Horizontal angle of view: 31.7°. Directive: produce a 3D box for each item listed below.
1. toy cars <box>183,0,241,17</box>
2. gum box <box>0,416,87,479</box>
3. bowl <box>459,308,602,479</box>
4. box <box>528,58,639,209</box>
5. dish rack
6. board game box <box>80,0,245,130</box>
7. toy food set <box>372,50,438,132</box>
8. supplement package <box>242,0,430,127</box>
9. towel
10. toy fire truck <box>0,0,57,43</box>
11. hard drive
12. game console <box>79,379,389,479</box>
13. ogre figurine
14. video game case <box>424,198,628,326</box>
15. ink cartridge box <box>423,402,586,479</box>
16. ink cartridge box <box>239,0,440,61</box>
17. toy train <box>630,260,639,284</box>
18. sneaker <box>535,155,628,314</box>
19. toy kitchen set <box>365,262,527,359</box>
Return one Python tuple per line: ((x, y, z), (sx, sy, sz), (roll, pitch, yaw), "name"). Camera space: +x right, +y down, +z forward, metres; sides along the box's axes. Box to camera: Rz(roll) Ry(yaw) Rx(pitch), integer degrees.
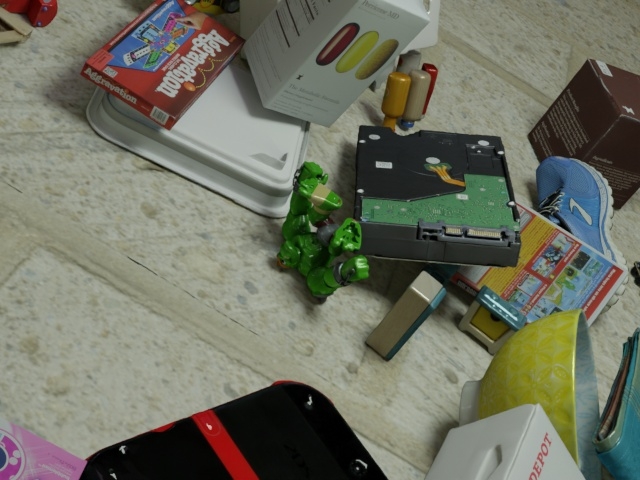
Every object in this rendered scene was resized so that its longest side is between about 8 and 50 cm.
((-0.194, -0.460, 1.939), (0.176, 0.087, 0.394), (34, 33, -9), "toy cars")
((-0.325, 0.229, 1.079), (0.188, 0.062, 0.107), (29, 37, -8), "gum box")
((0.264, 0.234, 1.429), (0.156, 0.289, 0.289), (-5, 32, 19), "bowl")
((0.529, -0.195, 2.101), (0.167, 0.203, 0.168), (13, 42, -27), "box")
((-0.160, -0.195, 1.678), (0.333, 0.072, 0.285), (25, 38, -12), "dish rack")
((-0.220, -0.267, 1.632), (0.145, 0.027, 0.281), (33, 36, -3), "board game box")
((0.138, -0.271, 2.000), (0.111, 0.104, 0.232), (7, 25, -14), "toy food set")
((0.019, -0.306, 1.667), (0.139, 0.244, 0.134), (12, 46, -40), "supplement package")
((0.483, 0.333, 1.503), (0.370, 0.040, 0.271), (57, 35, -12), "towel")
((-0.454, -0.321, 1.607), (0.192, 0.047, 0.135), (-4, 52, -42), "toy fire truck")
((0.168, -0.072, 1.690), (0.237, 0.064, 0.339), (4, 28, 0), "hard drive")
((-0.032, 0.339, 1.202), (0.342, 0.060, 0.386), (-17, 59, -43), "game console")
((0.000, 0.000, 1.543), (0.097, 0.118, 0.197), (-22, 63, -44), "ogre figurine")
((0.308, 0.034, 1.738), (0.285, 0.025, 0.204), (35, 53, 16), "video game case")
((0.231, 0.367, 1.212), (0.306, 0.131, 0.226), (56, 35, -11), "ink cartridge box")
((0.039, -0.413, 1.900), (0.353, 0.207, 0.119), (-14, 26, -35), "ink cartridge box")
((0.577, 0.092, 1.957), (0.027, 0.036, 0.158), (15, 40, -24), "toy train")
((0.409, -0.032, 1.889), (0.147, 0.130, 0.330), (21, 39, -22), "sneaker")
((0.194, 0.107, 1.570), (0.166, 0.122, 0.207), (39, 37, 5), "toy kitchen set")
